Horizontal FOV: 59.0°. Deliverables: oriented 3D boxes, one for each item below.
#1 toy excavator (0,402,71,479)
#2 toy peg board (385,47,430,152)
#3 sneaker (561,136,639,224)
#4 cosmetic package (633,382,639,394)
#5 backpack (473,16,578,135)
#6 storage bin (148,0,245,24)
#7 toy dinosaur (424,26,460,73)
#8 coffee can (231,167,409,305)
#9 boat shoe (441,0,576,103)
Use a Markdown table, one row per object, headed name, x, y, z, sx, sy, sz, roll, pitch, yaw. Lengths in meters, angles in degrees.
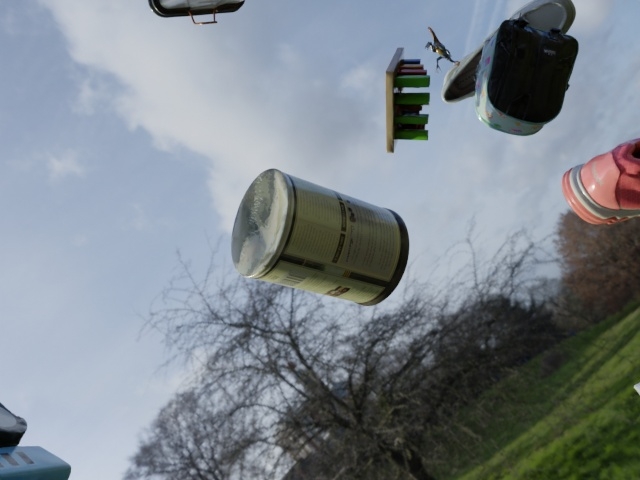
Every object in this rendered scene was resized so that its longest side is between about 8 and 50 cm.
| name | x | y | z | sx | sy | sz | roll | pitch | yaw |
| --- | --- | --- | --- | --- | --- | --- | --- | --- | --- |
| toy excavator | -0.298 | 0.365 | 0.611 | 0.222 | 0.445 | 0.433 | -61 | -14 | -13 |
| toy peg board | 0.179 | -0.276 | 1.109 | 0.161 | 0.079 | 0.161 | -65 | -24 | -53 |
| sneaker | 0.508 | -0.090 | 0.796 | 0.313 | 0.116 | 0.136 | -6 | -22 | -17 |
| cosmetic package | 0.576 | 0.178 | 0.795 | 0.239 | 0.060 | 0.099 | -35 | -17 | 13 |
| backpack | 0.371 | -0.291 | 1.058 | 0.144 | 0.165 | 0.188 | 125 | 159 | -74 |
| storage bin | -0.144 | -0.328 | 0.719 | 0.135 | 0.091 | 0.098 | -17 | -68 | -27 |
| toy dinosaur | 0.268 | -0.407 | 1.216 | 0.082 | 0.047 | 0.090 | 5 | -90 | -38 |
| coffee can | 0.000 | 0.000 | 1.068 | 0.275 | 0.201 | 0.202 | 17 | -65 | -33 |
| boat shoe | 0.407 | -0.412 | 1.250 | 0.320 | 0.118 | 0.103 | -29 | 16 | 36 |
